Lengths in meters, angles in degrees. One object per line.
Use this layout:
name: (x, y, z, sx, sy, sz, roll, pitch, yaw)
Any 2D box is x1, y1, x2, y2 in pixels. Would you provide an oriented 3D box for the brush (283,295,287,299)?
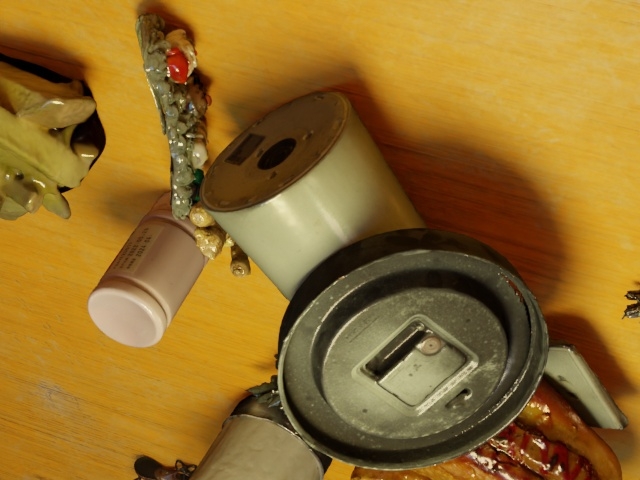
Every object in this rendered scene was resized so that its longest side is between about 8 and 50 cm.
brush: (-0.074, 0.060, 1.792, 0.008, 0.024, 0.083, -44, 73, 12)

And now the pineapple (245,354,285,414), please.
pineapple: (-0.007, 0.243, 1.944, 0.165, 0.165, 0.364, 42, 168, -16)

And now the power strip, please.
power strip: (0.373, 0.214, 1.835, 0.213, 0.064, 0.198, -2, 134, 51)

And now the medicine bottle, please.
medicine bottle: (-0.261, 0.043, 1.849, 0.133, 0.249, 0.133, 15, 137, 14)

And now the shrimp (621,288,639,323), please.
shrimp: (0.520, 0.095, 1.643, 0.174, 0.082, 0.076, -8, 123, 23)

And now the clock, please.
clock: (0.125, 0.156, 1.602, 0.386, 0.076, 0.386, -4, 123, -7)

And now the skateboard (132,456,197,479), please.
skateboard: (-0.328, 0.502, 2.473, 0.151, 0.067, 0.080, 15, 126, 5)

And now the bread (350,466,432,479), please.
bread: (0.239, 0.418, 2.021, 0.340, 0.179, 0.194, 7, 136, 17)

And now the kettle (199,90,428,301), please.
kettle: (0.000, 0.000, 1.717, 0.361, 0.250, 0.376, 4, 139, 51)

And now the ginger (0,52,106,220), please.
ginger: (-0.545, -0.158, 1.830, 0.358, 0.211, 0.413, 35, 137, -5)

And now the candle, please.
candle: (-0.125, 0.454, 2.121, 0.221, 0.342, 0.221, 18, 138, 17)

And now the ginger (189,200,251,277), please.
ginger: (-0.160, -0.016, 1.798, 0.053, 0.176, 0.193, -18, 127, 6)

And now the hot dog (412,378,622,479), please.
hot dog: (0.284, 0.315, 1.827, 0.405, 0.185, 0.223, 25, 152, 22)

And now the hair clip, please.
hair clip: (-0.203, -0.183, 1.709, 0.091, 0.138, 0.321, -10, 131, -4)
